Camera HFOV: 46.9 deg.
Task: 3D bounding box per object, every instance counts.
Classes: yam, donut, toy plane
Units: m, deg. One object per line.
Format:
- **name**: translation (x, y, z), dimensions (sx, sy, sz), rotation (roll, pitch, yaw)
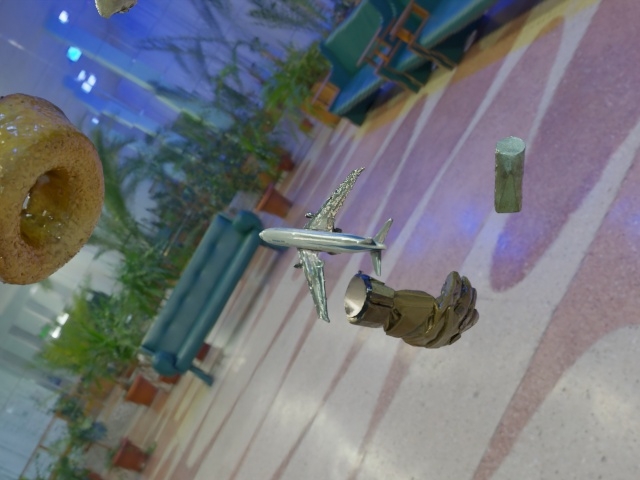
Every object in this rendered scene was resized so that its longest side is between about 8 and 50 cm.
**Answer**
- **yam**: translation (0.415, -0.139, 1.628), dimensions (0.068, 0.068, 0.169), rotation (-80, -15, -56)
- **donut**: translation (-0.413, -0.060, 1.049), dimensions (0.277, 0.108, 0.277), rotation (-54, -21, -31)
- **toy plane**: translation (0.003, 0.001, 1.049), dimensions (0.226, 0.058, 0.225), rotation (3, 75, 44)

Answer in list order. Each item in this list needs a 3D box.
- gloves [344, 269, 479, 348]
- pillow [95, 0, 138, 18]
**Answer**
- **gloves**: translation (0.204, 0.142, 1.484), dimensions (0.154, 0.331, 0.141), rotation (-62, 34, 28)
- **pillow**: translation (-0.449, -0.593, 1.620), dimensions (0.134, 0.078, 0.181), rotation (-70, -8, -53)
